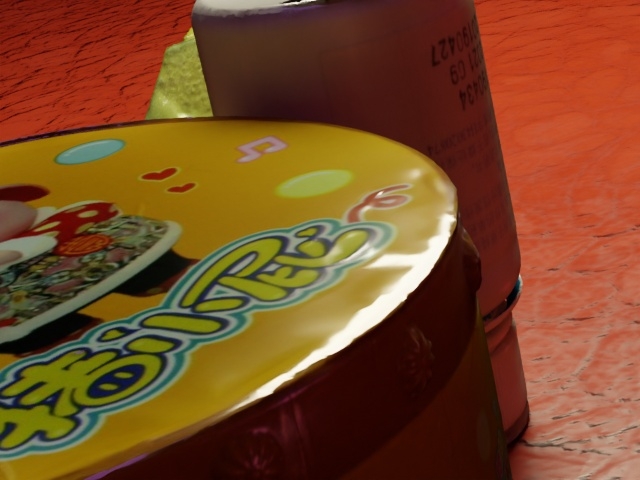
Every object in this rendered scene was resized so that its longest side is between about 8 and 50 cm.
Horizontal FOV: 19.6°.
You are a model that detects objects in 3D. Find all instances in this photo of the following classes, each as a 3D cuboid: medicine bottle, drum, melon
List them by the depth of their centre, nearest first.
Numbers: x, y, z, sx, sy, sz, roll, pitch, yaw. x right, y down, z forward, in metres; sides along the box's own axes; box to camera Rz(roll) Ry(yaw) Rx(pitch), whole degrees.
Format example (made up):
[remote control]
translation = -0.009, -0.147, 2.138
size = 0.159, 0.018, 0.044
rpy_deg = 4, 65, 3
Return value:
[drum]
translation = -0.125, 0.115, 0.748
size = 0.431, 0.214, 0.431
rpy_deg = -10, 19, 4
[medicine bottle]
translation = 0.027, -0.016, 0.956
size = 0.143, 0.258, 0.143
rpy_deg = -11, 17, 3
[melon]
translation = -0.037, -0.152, 1.602
size = 0.196, 0.124, 0.323
rpy_deg = -8, 13, 8
